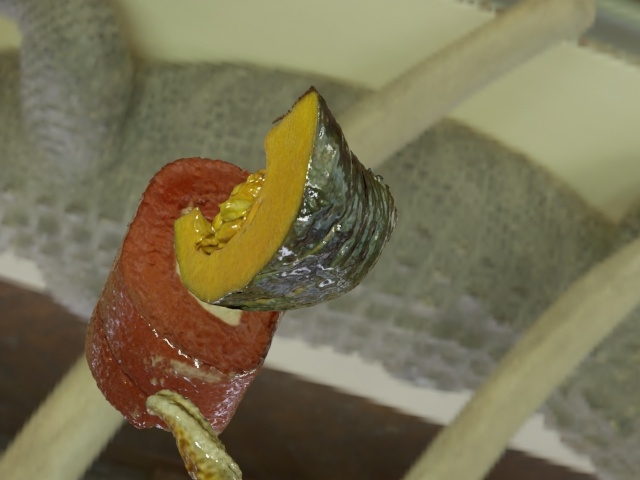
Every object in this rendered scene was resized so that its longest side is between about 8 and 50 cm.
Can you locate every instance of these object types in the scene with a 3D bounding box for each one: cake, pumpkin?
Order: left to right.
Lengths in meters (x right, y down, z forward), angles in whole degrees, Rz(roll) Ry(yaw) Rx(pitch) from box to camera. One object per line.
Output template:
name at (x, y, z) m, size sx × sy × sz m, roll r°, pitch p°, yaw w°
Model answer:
cake at (-0.122, 0.050, 1.614) m, size 0.177 × 0.283 × 0.151 m, roll 26°, pitch 136°, yaw -3°
pumpkin at (0.001, 0.002, 1.310) m, size 0.163 × 0.111 × 0.278 m, roll 11°, pitch 152°, yaw -25°

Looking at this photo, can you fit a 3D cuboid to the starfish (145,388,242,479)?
starfish at (0.006, 0.246, 1.017) m, size 0.375 × 0.094 × 0.327 m, roll 56°, pitch 173°, yaw -11°
